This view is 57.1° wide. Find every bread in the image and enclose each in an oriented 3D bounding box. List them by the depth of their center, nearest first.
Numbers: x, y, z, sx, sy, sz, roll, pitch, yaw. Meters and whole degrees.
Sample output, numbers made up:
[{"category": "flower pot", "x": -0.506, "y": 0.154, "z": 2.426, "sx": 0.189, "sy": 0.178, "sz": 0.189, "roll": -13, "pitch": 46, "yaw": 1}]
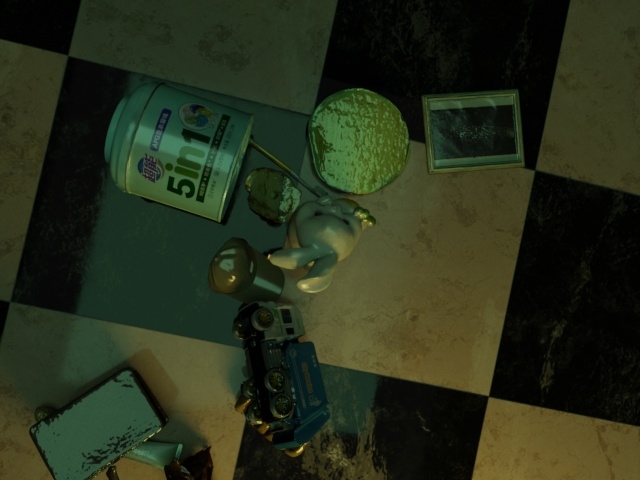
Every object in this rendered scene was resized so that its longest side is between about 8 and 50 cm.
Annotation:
[{"category": "bread", "x": -0.119, "y": -0.122, "z": 1.513, "sx": 0.088, "sy": 0.232, "sz": 0.128, "roll": -2, "pitch": 103, "yaw": -29}, {"category": "bread", "x": -0.114, "y": 0.470, "z": 1.574, "sx": 0.225, "sy": 0.081, "sz": 0.134, "roll": 40, "pitch": 84, "yaw": -4}, {"category": "bread", "x": 0.107, "y": -0.273, "z": 1.626, "sx": 0.301, "sy": 0.045, "sz": 0.301, "roll": 0, "pitch": 92, "yaw": -8}]

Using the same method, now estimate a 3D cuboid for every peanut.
[{"category": "peanut", "x": -0.693, "y": 0.471, "z": 1.521, "sx": 0.113, "sy": 0.054, "sz": 0.054, "roll": 45, "pitch": 85, "yaw": -8}]

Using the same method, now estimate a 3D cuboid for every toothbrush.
[{"category": "toothbrush", "x": -0.097, "y": -0.204, "z": 1.613, "sx": 0.288, "sy": 0.021, "sz": 0.024, "roll": 37, "pitch": 75, "yaw": -5}]

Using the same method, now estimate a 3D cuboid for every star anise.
[{"category": "star anise", "x": -0.368, "y": 0.623, "z": 1.478, "sx": 0.346, "sy": 0.237, "sz": 0.148, "roll": 24, "pitch": 130, "yaw": -27}]

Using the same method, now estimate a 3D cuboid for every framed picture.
[{"category": "framed picture", "x": 0.440, "y": -0.312, "z": 1.678, "sx": 0.293, "sy": 0.018, "sz": 0.231, "roll": -6, "pitch": 90, "yaw": -7}]

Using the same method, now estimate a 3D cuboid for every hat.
[{"category": "hat", "x": -0.192, "y": 0.095, "z": 1.553, "sx": 0.173, "sy": 0.144, "sz": 0.166, "roll": 26, "pitch": 89, "yaw": 17}]

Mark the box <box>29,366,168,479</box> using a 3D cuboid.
[{"category": "box", "x": -0.538, "y": 0.463, "z": 1.456, "sx": 0.273, "sy": 0.143, "sz": 0.184, "roll": -32, "pitch": 84, "yaw": -18}]

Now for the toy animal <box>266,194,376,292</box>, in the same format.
[{"category": "toy animal", "x": 0.001, "y": -0.007, "z": 1.478, "sx": 0.183, "sy": 0.310, "sz": 0.247, "roll": 36, "pitch": 91, "yaw": -8}]

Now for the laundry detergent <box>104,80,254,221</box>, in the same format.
[{"category": "laundry detergent", "x": -0.350, "y": -0.224, "z": 1.451, "sx": 0.305, "sy": 0.287, "sz": 0.287, "roll": 18, "pitch": 87, "yaw": -7}]

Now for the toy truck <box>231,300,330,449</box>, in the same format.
[{"category": "toy truck", "x": -0.104, "y": 0.336, "z": 1.498, "sx": 0.175, "sy": 0.146, "sz": 0.367, "roll": -2, "pitch": 71, "yaw": -38}]

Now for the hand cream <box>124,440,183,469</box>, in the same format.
[{"category": "hand cream", "x": -0.473, "y": 0.553, "z": 1.549, "sx": 0.205, "sy": 0.050, "sz": 0.078, "roll": 17, "pitch": 70, "yaw": -9}]
